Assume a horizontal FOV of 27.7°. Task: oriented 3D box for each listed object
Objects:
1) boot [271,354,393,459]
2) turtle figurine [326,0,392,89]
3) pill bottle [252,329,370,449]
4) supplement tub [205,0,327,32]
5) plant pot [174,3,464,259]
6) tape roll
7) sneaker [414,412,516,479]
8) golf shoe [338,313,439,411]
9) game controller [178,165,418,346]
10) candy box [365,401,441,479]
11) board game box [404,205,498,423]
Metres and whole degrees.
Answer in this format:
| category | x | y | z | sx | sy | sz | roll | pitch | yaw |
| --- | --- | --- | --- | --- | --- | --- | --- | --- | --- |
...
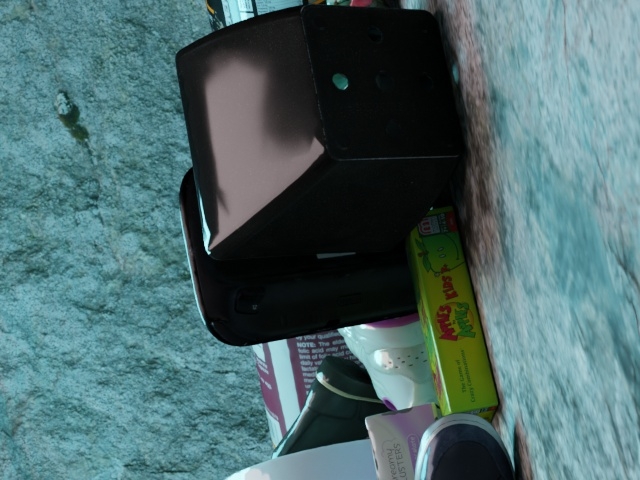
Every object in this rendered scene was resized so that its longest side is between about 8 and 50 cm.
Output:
| category | x | y | z | sx | sy | sz | roll | pitch | yaw |
| --- | --- | --- | --- | --- | --- | --- | --- | --- | --- |
| boot | 0.043 | 0.220 | 1.521 | 0.137 | 0.198 | 0.077 | -58 | 34 | 11 |
| turtle figurine | 0.020 | -0.222 | 1.336 | 0.234 | 0.118 | 0.175 | -40 | -44 | -74 |
| pill bottle | 0.018 | 0.109 | 1.709 | 0.224 | 0.224 | 0.392 | -103 | 3 | -64 |
| supplement tub | -0.067 | -0.380 | 1.834 | 0.207 | 0.207 | 0.338 | -102 | 2 | -51 |
| plant pot | 0.009 | -0.100 | 1.060 | 0.167 | 0.188 | 0.187 | -31 | 66 | 57 |
| tape roll | 0.028 | 0.307 | 1.479 | 0.286 | 0.286 | 0.100 | 83 | 176 | -70 |
| sneaker | 0.132 | 0.262 | 1.016 | 0.163 | 0.086 | 0.226 | -108 | 10 | -68 |
| golf shoe | 0.087 | 0.133 | 1.447 | 0.306 | 0.115 | 0.140 | 26 | -132 | -89 |
| game controller | 0.000 | 0.000 | 1.202 | 0.319 | 0.067 | 0.166 | -6 | -105 | -49 |
| candy box | 0.112 | 0.255 | 1.238 | 0.196 | 0.070 | 0.164 | 46 | -149 | -67 |
| board game box | 0.114 | 0.071 | 1.154 | 0.092 | 0.043 | 0.181 | 84 | 175 | -71 |
